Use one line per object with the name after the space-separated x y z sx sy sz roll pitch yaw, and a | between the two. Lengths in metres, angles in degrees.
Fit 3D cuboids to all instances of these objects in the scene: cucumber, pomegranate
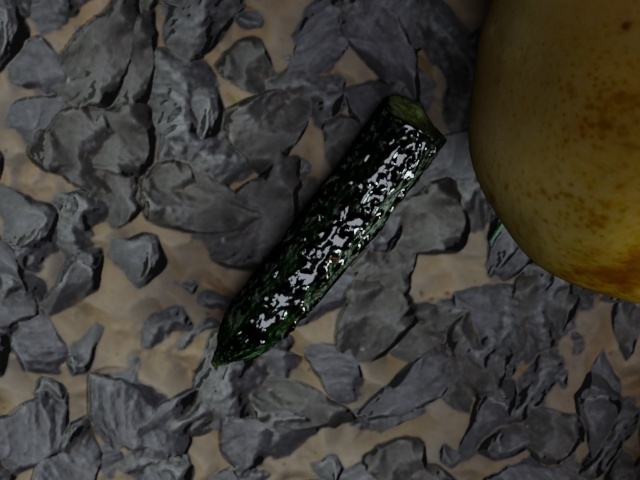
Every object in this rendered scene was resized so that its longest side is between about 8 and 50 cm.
0.001 0.000 1.260 0.072 0.072 0.300 36 101 -16 | cucumber
0.303 -0.133 1.100 0.417 0.416 0.416 -2 108 -6 | pomegranate

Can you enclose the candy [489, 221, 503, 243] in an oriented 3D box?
0.188 -0.046 1.291 0.035 0.035 0.123 41 111 15 | candy
